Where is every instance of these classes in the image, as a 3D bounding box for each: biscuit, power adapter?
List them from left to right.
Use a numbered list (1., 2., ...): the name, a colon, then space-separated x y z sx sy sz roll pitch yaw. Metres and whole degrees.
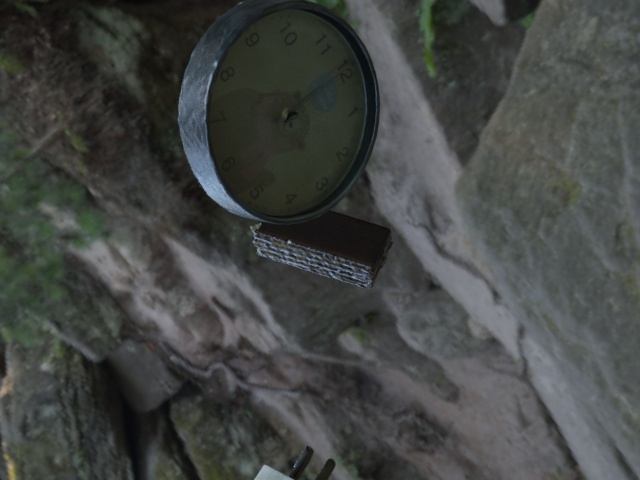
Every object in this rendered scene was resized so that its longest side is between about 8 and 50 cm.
1. power adapter: -0.051 0.455 1.492 0.130 0.205 0.125 8 146 50
2. biscuit: 0.000 0.000 1.585 0.252 0.106 0.070 17 143 12

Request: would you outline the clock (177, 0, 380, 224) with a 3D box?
1. clock: -0.040 -0.156 1.057 0.055 0.281 0.280 18 154 49
